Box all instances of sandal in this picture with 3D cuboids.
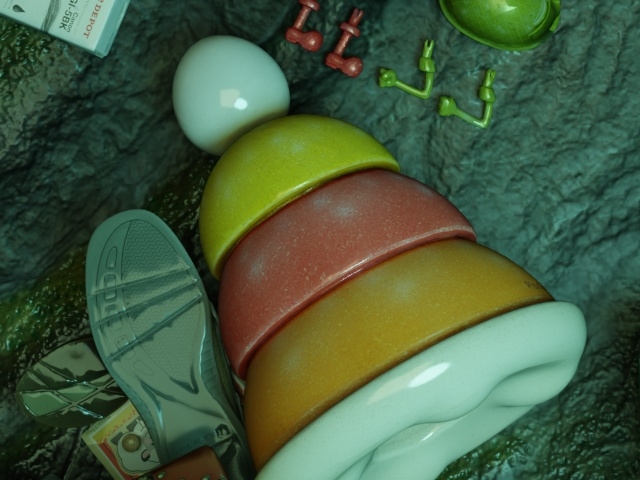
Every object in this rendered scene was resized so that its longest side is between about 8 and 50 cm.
[{"bbox_3d":[-0.211,0.114,1.500,0.219,0.060,0.090,-40,99,-12],"label":"sandal"}]

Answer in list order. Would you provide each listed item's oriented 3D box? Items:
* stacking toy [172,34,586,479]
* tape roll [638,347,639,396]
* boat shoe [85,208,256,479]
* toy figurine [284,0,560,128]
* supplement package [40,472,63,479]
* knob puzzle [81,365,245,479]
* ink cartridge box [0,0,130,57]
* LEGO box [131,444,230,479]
[{"bbox_3d":[0.000,0.000,1.411,0.351,0.350,0.480,-31,70,2],"label":"stacking toy"},{"bbox_3d":[0.367,0.231,1.343,0.077,0.321,0.321,-9,91,2],"label":"tape roll"},{"bbox_3d":[-0.144,0.124,1.444,0.118,0.103,0.320,-24,91,-4],"label":"boat shoe"},{"bbox_3d":[0.053,-0.259,1.401,0.362,0.217,0.191,29,92,2],"label":"toy figurine"},{"bbox_3d":[-0.226,0.366,1.460,0.244,0.139,0.134,35,93,1],"label":"supplement package"},{"bbox_3d":[-0.125,0.222,1.509,0.213,0.030,0.213,0,91,2],"label":"knob puzzle"},{"bbox_3d":[-0.268,-0.259,1.493,0.135,0.056,0.099,22,91,2],"label":"ink cartridge box"},{"bbox_3d":[-0.047,0.484,1.222,0.193,0.372,0.500,-26,115,-4],"label":"LEGO box"}]
